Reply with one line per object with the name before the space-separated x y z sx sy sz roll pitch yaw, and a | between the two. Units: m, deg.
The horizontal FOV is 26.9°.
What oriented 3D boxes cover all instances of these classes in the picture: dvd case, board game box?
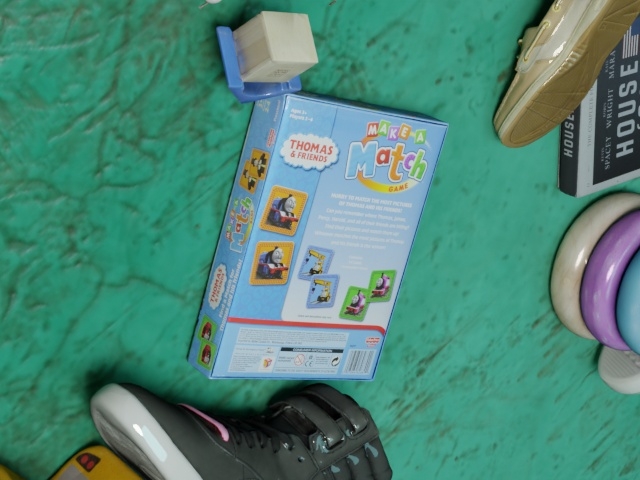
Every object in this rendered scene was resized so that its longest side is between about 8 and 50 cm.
dvd case | 0.304 -0.151 1.168 0.239 0.029 0.179 -19 120 -31
board game box | 0.000 0.000 0.990 0.160 0.039 0.211 6 106 -40

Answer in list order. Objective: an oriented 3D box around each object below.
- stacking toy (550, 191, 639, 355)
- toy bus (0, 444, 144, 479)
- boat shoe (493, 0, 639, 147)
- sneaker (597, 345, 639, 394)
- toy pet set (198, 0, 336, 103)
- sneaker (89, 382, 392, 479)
stacking toy | 0.349 0.073 1.099 0.141 0.330 0.141 -16 119 -32
toy bus | -0.131 0.260 0.956 0.130 0.108 0.332 -46 130 -13
boat shoe | 0.188 -0.151 1.059 0.063 0.059 0.170 9 124 -47
sneaker | 0.378 0.108 1.292 0.256 0.094 0.151 -34 121 -25
toy pet set | -0.038 -0.155 0.894 0.122 0.065 0.114 -4 77 -40
sneaker | -0.048 0.145 0.980 0.147 0.104 0.296 -50 137 -12
